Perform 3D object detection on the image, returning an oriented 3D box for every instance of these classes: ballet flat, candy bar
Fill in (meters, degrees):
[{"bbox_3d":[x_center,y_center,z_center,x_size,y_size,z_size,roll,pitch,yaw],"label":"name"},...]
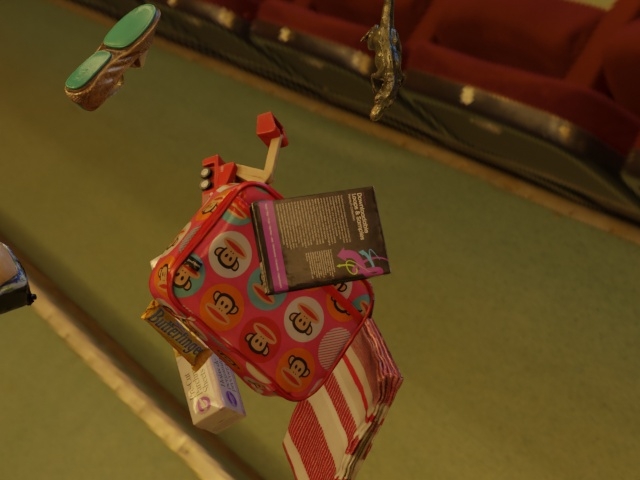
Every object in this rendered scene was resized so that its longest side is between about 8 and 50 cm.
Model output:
[{"bbox_3d":[-0.312,-0.277,1.767,0.073,0.067,0.206,23,63,36],"label":"ballet flat"},{"bbox_3d":[-0.210,0.137,1.669,0.018,0.161,0.040,30,74,42],"label":"candy bar"}]

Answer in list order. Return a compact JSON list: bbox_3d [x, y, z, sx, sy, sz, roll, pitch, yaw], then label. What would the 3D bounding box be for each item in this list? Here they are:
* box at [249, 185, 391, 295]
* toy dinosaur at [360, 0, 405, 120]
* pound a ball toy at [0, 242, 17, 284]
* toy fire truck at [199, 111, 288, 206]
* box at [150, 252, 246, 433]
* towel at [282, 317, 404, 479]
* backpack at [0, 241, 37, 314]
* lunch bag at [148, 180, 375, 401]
[{"bbox_3d":[0.000,0.000,1.440,0.162,0.029,0.116,-8,82,-13],"label":"box"},{"bbox_3d":[0.098,-0.299,1.764,0.064,0.118,0.268,-3,74,-1],"label":"toy dinosaur"},{"bbox_3d":[-0.522,0.141,1.603,0.208,0.136,0.319,-41,-2,-31],"label":"pound a ball toy"},{"bbox_3d":[-0.117,-0.096,1.766,0.135,0.047,0.192,-16,54,19],"label":"toy fire truck"},{"bbox_3d":[-0.201,0.154,1.854,0.067,0.063,0.324,-31,55,17],"label":"box"},{"bbox_3d":[0.021,0.270,1.818,0.237,0.037,0.329,-117,43,-54],"label":"towel"},{"bbox_3d":[-0.511,0.053,1.770,0.105,0.084,0.114,-23,51,-21],"label":"backpack"},{"bbox_3d":[-0.070,0.060,1.643,0.258,0.293,0.120,-54,22,-19],"label":"lunch bag"}]
